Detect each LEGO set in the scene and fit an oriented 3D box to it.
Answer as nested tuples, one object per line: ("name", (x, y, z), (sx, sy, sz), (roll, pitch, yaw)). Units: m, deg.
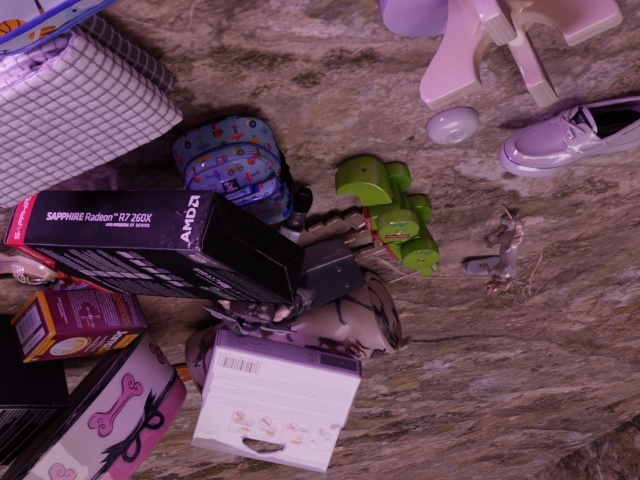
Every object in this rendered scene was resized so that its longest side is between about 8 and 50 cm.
("LEGO set", (-0.356, 0.059, 1.988), (0.182, 0.060, 0.244), (3, 151, -25))

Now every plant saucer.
("plant saucer", (-0.295, 0.278, 2.516), (0.083, 0.013, 0.083), (-11, 154, -6))

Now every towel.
("towel", (-0.345, -0.167, 1.459), (0.283, 0.121, 0.235), (-24, 155, 17))

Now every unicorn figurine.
("unicorn figurine", (0.339, 0.015, 2.215), (0.060, 0.162, 0.111), (-8, -178, -25))

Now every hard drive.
("hard drive", (-0.054, 0.082, 2.103), (0.254, 0.054, 0.172), (-22, 156, 3))

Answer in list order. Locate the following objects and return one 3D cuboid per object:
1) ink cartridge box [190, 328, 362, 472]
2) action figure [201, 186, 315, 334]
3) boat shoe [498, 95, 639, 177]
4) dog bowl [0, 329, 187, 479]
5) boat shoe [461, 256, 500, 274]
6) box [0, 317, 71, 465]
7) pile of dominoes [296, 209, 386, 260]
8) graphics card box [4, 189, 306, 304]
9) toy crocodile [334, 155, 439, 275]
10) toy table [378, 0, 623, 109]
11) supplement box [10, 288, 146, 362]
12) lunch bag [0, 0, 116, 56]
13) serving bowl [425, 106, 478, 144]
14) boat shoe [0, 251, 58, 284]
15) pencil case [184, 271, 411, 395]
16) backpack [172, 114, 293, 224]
("ink cartridge box", (-0.085, 0.301, 2.235), (0.275, 0.060, 0.239), (13, 121, -8))
("action figure", (-0.091, 0.048, 1.954), (0.185, 0.099, 0.285), (9, 126, -13))
("boat shoe", (0.401, -0.174, 1.877), (0.258, 0.095, 0.084), (-19, 152, -14))
("dog bowl", (-0.404, 0.351, 2.167), (0.150, 0.408, 0.408), (41, 134, -8))
("boat shoe", (0.320, 0.051, 2.353), (0.100, 0.035, 0.035), (-6, -179, -26))
("box", (-0.643, 0.271, 2.121), (0.294, 0.183, 0.296), (7, 147, -37))
("pile of dominoes", (0.000, 0.000, 2.099), (0.251, 0.040, 0.196), (-19, 155, -8))
("graphics card box", (-0.235, 0.009, 1.714), (0.370, 0.094, 0.233), (2, 160, 36))
("toy crocodile", (0.123, -0.032, 1.982), (0.105, 0.115, 0.340), (-15, 153, 15))
("toy table", (0.220, -0.277, 1.474), (0.274, 0.161, 0.252), (-30, 151, 27))
("supplement box", (-0.398, 0.137, 1.990), (0.188, 0.081, 0.104), (-1, 150, -43))
("lunch bag", (-0.280, -0.306, 1.212), (0.303, 0.115, 0.243), (-22, 156, 19))
("serving bowl", (0.204, -0.169, 1.839), (0.083, 0.027, 0.083), (-12, 154, -6))
("boat shoe", (-0.462, 0.049, 1.837), (0.153, 0.048, 0.056), (10, 167, 31))
("pencil case", (-0.042, 0.199, 2.301), (0.410, 0.160, 0.184), (-20, 120, 12))
("backpack", (-0.126, -0.097, 1.715), (0.158, 0.117, 0.173), (-15, 154, 3))
